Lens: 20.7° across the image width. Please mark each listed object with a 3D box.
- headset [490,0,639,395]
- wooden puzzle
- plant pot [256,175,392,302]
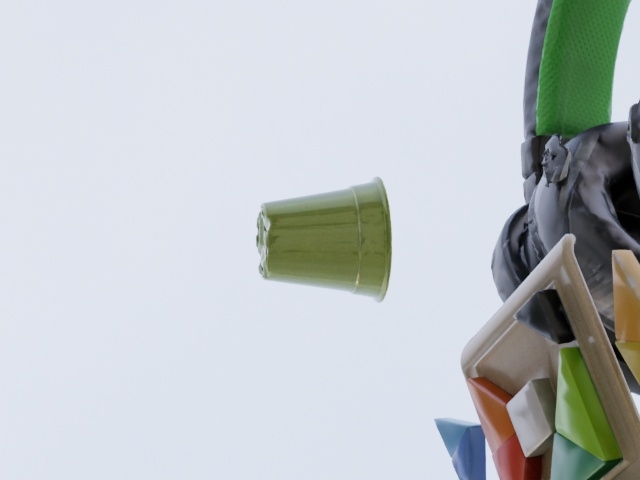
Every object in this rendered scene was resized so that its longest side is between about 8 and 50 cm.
[{"bbox_3d":[0.151,-0.014,0.761,0.185,0.243,0.394,5,-115,-22],"label":"headset"},{"bbox_3d":[0.058,0.044,0.456,0.014,0.078,0.116,-2,-36,-23],"label":"wooden puzzle"},{"bbox_3d":[0.000,0.000,1.144,0.079,0.083,0.083,-1,-74,-11],"label":"plant pot"}]
